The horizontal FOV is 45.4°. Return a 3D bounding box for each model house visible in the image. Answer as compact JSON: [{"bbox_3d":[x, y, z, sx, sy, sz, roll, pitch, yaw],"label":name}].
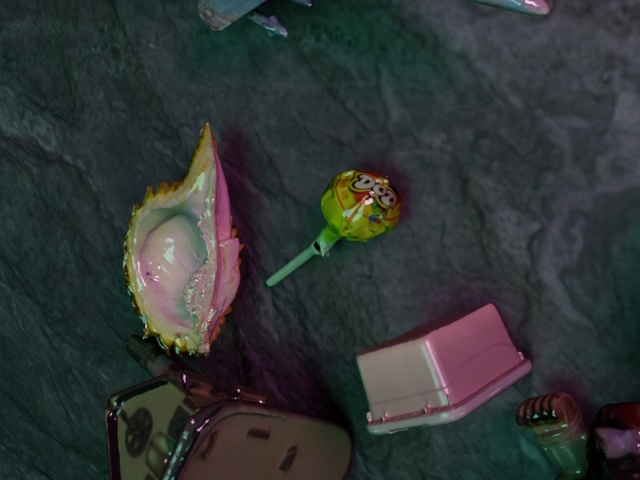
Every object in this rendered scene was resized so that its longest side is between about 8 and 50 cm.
[{"bbox_3d":[-0.145,0.221,0.771,0.279,0.205,0.218,21,86,49],"label":"model house"}]

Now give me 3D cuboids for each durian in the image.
[{"bbox_3d":[-0.111,-0.003,0.706,0.140,0.078,0.224,36,119,33],"label":"durian"}]

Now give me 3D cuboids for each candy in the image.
[{"bbox_3d":[0.000,0.000,0.645,0.062,0.058,0.194,28,144,-16],"label":"candy"}]

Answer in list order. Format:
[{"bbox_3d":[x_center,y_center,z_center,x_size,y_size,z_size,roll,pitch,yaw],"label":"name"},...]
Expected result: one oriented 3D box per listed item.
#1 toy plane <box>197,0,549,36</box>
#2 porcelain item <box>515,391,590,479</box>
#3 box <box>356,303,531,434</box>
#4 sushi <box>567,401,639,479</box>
[{"bbox_3d":[0.006,-0.214,0.496,0.326,0.104,0.223,29,127,18],"label":"toy plane"},{"bbox_3d":[0.213,0.205,0.570,0.084,0.054,0.213,-27,95,39],"label":"porcelain item"},{"bbox_3d":[0.089,0.093,0.572,0.089,0.122,0.062,-24,83,42],"label":"box"},{"bbox_3d":[0.234,0.187,0.426,0.227,0.212,0.215,-14,142,5],"label":"sushi"}]
